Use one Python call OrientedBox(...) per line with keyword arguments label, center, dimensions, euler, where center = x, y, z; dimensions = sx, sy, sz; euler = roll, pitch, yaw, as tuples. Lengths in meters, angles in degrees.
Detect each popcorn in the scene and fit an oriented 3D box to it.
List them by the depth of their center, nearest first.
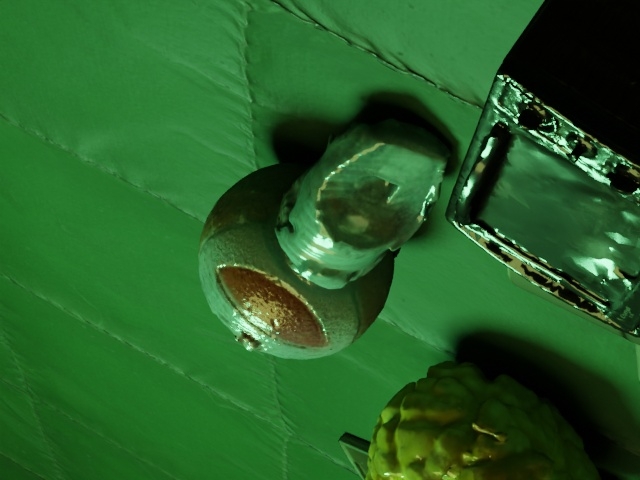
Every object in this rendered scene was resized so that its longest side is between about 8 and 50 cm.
OrientedBox(label="popcorn", center=(0.153, 0.230, 1.971), dimensions=(0.250, 0.190, 0.250), euler=(34, 157, 17))

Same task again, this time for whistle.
OrientedBox(label="whistle", center=(0.000, 0.000, 1.745), dimensions=(0.189, 0.189, 0.348), euler=(36, 147, -7))

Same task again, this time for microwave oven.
OrientedBox(label="microwave oven", center=(0.202, -0.068, 1.270), dimensions=(0.178, 0.188, 0.247), euler=(30, 158, 8))

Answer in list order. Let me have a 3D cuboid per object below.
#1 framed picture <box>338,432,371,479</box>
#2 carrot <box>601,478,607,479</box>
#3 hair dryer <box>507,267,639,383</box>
OrientedBox(label="framed picture", center=(0.137, 0.335, 2.439), dimensions=(0.192, 0.018, 0.265), euler=(19, 155, 32))
OrientedBox(label="carrot", center=(0.242, 0.259, 2.101), dimensions=(0.191, 0.047, 0.047), euler=(10, 148, 49))
OrientedBox(label="hair dryer", center=(0.272, 0.059, 1.563), dimensions=(0.203, 0.128, 0.362), euler=(25, 165, 19))
